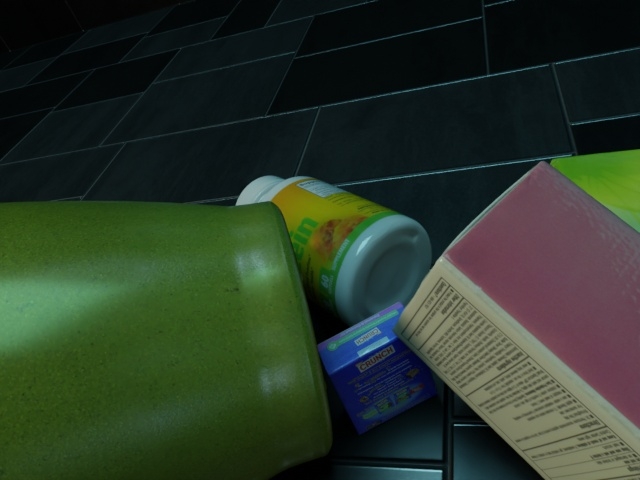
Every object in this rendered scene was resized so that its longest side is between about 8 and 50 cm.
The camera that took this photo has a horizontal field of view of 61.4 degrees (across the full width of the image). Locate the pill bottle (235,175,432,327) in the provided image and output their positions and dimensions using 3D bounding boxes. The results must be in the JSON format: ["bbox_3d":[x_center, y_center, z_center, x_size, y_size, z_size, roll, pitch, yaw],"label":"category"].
[{"bbox_3d":[0.000,0.000,0.660,0.136,0.136,0.246,-40,42,-21],"label":"pill bottle"}]

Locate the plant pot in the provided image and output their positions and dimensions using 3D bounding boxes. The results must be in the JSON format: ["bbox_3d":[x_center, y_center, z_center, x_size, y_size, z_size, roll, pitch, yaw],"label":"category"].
[{"bbox_3d":[-0.183,0.114,0.484,0.353,0.366,0.366,-12,38,-6],"label":"plant pot"}]

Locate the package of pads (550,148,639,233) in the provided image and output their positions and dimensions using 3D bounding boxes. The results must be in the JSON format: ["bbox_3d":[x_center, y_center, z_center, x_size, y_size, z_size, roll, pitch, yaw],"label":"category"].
[{"bbox_3d":[0.383,0.003,0.509,0.297,0.101,0.229,-5,41,21],"label":"package of pads"}]

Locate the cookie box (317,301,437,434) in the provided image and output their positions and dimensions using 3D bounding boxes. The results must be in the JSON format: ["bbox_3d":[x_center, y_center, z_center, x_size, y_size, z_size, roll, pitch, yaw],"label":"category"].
[{"bbox_3d":[0.056,0.124,0.514,0.092,0.107,0.040,-26,39,-6],"label":"cookie box"}]

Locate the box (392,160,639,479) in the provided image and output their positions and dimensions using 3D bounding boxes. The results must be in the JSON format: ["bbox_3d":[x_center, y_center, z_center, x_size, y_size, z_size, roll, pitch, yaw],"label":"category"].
[{"bbox_3d":[0.189,0.083,0.394,0.127,0.148,0.232,-40,73,-23],"label":"box"}]
